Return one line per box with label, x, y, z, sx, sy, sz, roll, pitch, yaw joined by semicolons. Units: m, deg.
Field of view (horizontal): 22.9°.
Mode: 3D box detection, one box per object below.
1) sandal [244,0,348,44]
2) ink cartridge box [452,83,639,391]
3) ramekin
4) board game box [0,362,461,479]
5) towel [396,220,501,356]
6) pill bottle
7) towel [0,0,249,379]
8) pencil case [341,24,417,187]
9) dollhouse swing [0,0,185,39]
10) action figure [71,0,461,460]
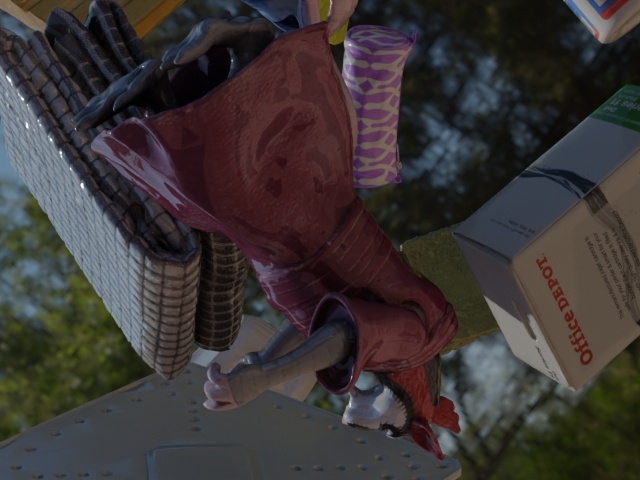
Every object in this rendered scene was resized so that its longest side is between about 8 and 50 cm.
sandal;-0.055;-0.277;1.558;0.317;0.138;0.126;28;-110;-67
ink cartridge box;0.229;-0.003;1.293;0.208;0.087;0.153;-39;-58;-15
ramekin;-0.133;0.218;2.162;0.273;0.127;0.273;-43;7;7
board game box;-0.120;0.253;1.602;0.390;0.390;0.050;-21;-59;-50
towel;0.144;0.032;1.421;0.148;0.110;0.027;-21;-1;-9
pill bottle;0.319;-0.357;1.909;0.124;0.221;0.124;-38;-8;-6
towel;-0.166;-0.048;1.376;0.121;0.283;0.235;-30;-20;-18
pencil case;0.065;-0.161;1.931;0.086;0.088;0.206;-75;-10;-59
dollhouse swing;-0.223;-0.425;1.661;0.305;0.347;0.315;-36;-31;-39
action figure;0.000;0.000;1.165;0.276;0.370;0.248;-42;14;-3
